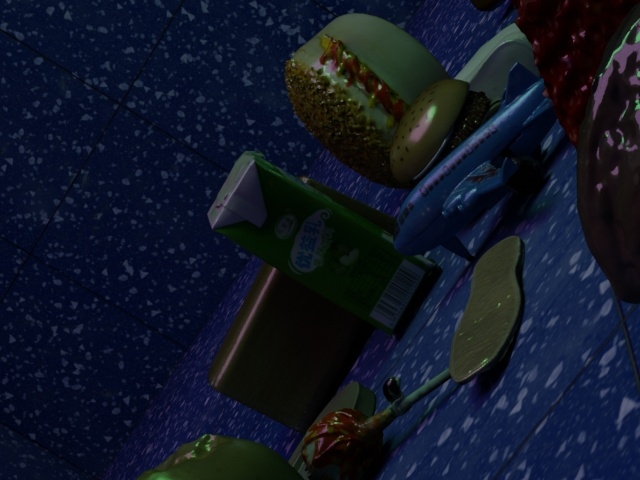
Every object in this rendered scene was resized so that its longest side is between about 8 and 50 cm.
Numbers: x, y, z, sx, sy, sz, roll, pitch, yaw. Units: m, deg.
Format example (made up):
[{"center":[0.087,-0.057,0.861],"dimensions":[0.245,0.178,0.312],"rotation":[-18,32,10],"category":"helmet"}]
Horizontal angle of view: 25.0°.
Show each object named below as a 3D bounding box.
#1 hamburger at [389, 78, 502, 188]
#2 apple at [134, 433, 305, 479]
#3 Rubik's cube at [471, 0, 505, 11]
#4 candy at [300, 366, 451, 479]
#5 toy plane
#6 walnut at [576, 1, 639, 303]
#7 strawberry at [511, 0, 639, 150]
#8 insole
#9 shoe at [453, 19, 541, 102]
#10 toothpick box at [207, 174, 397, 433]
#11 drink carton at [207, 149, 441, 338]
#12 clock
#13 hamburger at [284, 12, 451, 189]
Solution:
[{"center":[0.158,-0.116,1.747],"dimensions":[0.175,0.137,0.175],"rotation":[-55,11,17],"category":"hamburger"},{"center":[-0.110,0.311,1.357],"dimensions":[0.279,0.279,0.279],"rotation":[-56,8,12],"category":"apple"},{"center":[0.289,-0.538,2.313],"dimensions":[0.254,0.254,0.254],"rotation":[-56,8,12],"category":"Rubik's cube"},{"center":[0.079,0.168,1.438],"dimensions":[0.287,0.078,0.084],"rotation":[-41,14,41],"category":"candy"},{"center":[0.179,-0.078,1.579],"dimensions":[0.271,0.105,0.254],"rotation":[-56,7,23],"category":"toy plane"},{"center":[0.244,-0.064,0.915],"dimensions":[0.230,0.178,0.178],"rotation":[-64,7,1],"category":"walnut"},{"center":[0.263,-0.211,1.105],"dimensions":[0.312,0.267,0.351],"rotation":[-172,89,-78],"category":"strawberry"},{"center":[0.163,0.061,1.396],"dimensions":[0.081,0.011,0.248],"rotation":[-34,16,25],"category":"insole"},{"center":[0.215,-0.196,1.906],"dimensions":[0.265,0.095,0.110],"rotation":[-42,12,44],"category":"shoe"},{"center":[-0.017,0.086,1.948],"dimensions":[0.308,0.190,0.187],"rotation":[-63,8,-2],"category":"toothpick box"},{"center":[0.000,0.000,1.778],"dimensions":[0.108,0.271,0.161],"rotation":[-58,10,2],"category":"drink carton"},{"center":[-0.008,0.270,1.692],"dimensions":[0.235,0.029,0.235],"rotation":[-56,6,9],"category":"clock"},{"center":[0.071,-0.195,2.115],"dimensions":[0.179,0.276,0.294],"rotation":[-48,1,-12],"category":"hamburger"}]
